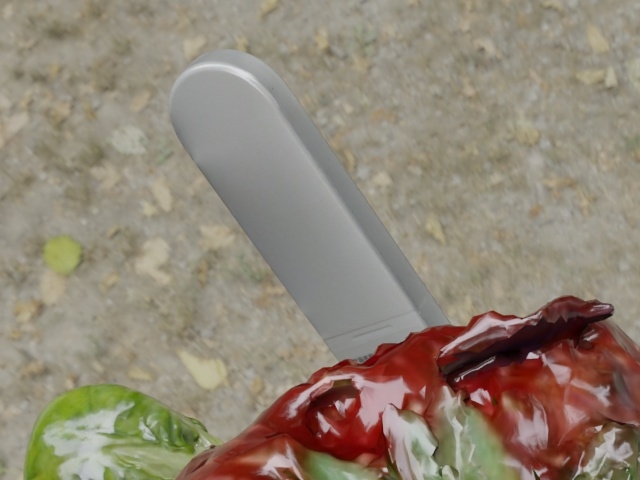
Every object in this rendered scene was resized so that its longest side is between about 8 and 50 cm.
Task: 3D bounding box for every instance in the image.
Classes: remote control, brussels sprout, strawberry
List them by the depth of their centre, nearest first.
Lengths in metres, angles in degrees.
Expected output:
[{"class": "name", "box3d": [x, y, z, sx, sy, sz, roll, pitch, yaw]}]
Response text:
[{"class": "strawberry", "box3d": [0.056, 0.163, 0.455, 0.274, 0.220, 0.274, 6, 62, -11]}, {"class": "remote control", "box3d": [0.000, 0.000, 0.778, 0.077, 0.245, 0.022, -21, 22, 41]}, {"class": "brussels sprout", "box3d": [-0.233, 0.300, 1.739, 0.271, 0.210, 0.219, 7, 72, -1]}]
